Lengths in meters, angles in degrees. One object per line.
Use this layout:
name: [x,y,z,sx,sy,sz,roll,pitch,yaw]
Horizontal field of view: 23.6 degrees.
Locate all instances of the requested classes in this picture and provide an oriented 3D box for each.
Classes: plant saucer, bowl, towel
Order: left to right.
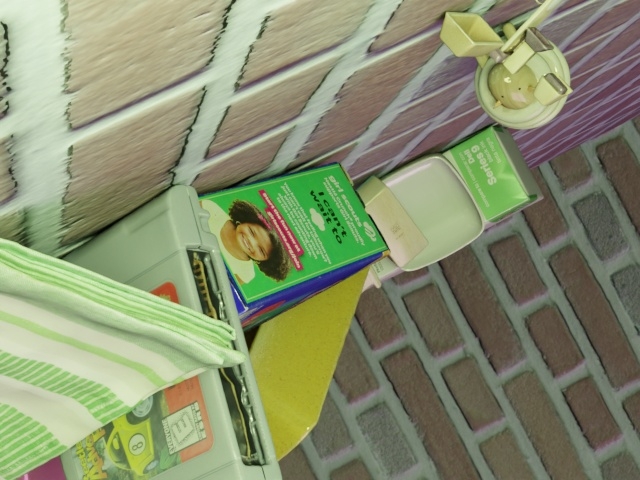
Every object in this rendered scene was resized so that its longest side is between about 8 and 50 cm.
towel: [-0.248,0.104,1.143,0.325,0.038,0.248,-28,142,36]
plant saucer: [-0.100,0.168,1.712,0.333,0.081,0.333,-43,-166,33]
bowl: [0.136,-0.044,2.053,0.142,0.142,0.053,-28,-158,14]

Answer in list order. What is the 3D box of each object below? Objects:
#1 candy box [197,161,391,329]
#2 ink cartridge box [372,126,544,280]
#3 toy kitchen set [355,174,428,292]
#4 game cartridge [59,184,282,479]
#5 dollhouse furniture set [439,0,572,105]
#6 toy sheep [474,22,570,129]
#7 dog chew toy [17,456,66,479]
candy box: [-0.121,0.045,1.478,0.268,0.122,0.317,-30,177,27]
ink cartridge box: [0.159,-0.043,2.199,0.289,0.121,0.211,-28,176,13]
toy kitchen set: [0.000,0.000,2.011,0.207,0.122,0.166,-41,-141,-4]
game cartridge: [-0.138,0.126,1.237,0.060,0.294,0.196,4,152,-46]
dollhouse furniture set: [0.150,-0.153,1.106,0.081,0.091,0.114,-46,165,24]
toy sheep: [0.172,-0.138,1.304,0.091,0.091,0.132,-29,176,25]
dog chew toy: [-0.352,0.207,1.605,0.331,0.207,0.206,-16,172,-24]
